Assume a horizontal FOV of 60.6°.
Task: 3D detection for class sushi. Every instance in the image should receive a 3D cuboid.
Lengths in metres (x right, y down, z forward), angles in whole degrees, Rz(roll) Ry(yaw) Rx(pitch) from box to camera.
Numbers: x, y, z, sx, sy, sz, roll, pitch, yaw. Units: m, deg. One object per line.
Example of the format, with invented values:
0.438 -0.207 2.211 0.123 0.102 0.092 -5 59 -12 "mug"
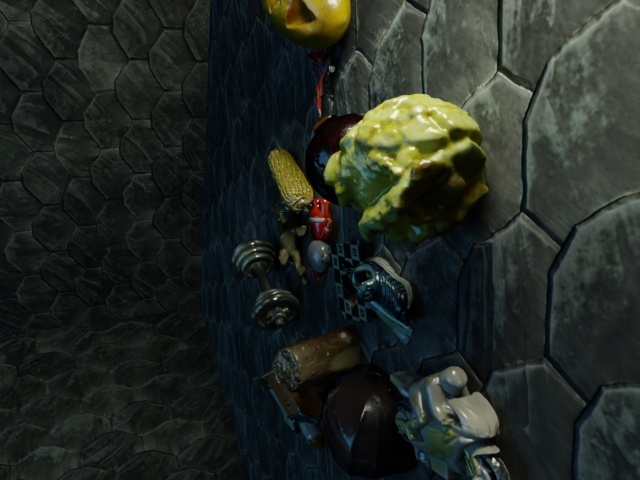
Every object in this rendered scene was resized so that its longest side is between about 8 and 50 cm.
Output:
0.093 0.104 1.431 0.193 0.040 0.210 -10 91 66 "sushi"

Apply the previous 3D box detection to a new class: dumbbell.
-0.204 0.155 1.996 0.179 0.179 0.406 105 150 -42 "dumbbell"

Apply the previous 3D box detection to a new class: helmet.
0.093 0.455 1.359 0.305 0.177 0.225 -137 43 -57 "helmet"

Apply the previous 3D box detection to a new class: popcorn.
0.154 -0.113 0.954 0.237 0.293 0.293 39 134 35 "popcorn"

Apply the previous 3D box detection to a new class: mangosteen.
0.064 -0.197 1.229 0.250 0.211 0.211 -104 20 -48 "mangosteen"

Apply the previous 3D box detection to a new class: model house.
-0.033 0.501 1.734 0.301 0.190 0.271 63 150 9 "model house"

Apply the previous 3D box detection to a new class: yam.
-0.001 0.320 1.483 0.128 0.238 0.129 -52 55 52 "yam"

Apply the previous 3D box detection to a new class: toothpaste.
0.144 0.163 1.293 0.197 0.029 0.048 45 136 33 "toothpaste"

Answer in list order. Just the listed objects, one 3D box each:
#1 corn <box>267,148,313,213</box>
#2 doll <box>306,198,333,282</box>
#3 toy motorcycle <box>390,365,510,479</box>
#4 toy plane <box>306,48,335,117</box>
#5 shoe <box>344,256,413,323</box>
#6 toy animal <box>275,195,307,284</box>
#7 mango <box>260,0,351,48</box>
-0.098 -0.199 1.754 0.293 0.106 0.106 -114 28 -43 "corn"
0.000 0.000 1.592 0.142 0.076 0.245 -173 81 -68 "doll"
0.237 0.342 1.057 0.341 0.108 0.223 -172 76 -66 "toy motorcycle"
0.005 -0.427 1.476 0.130 0.061 0.189 -168 68 -66 "toy plane"
0.137 0.116 1.245 0.207 0.106 0.091 46 139 48 "shoe"
-0.103 -0.018 1.840 0.157 0.097 0.312 -122 28 -69 "toy animal"
-0.032 -0.628 1.380 0.365 0.182 0.253 55 144 31 "mango"
